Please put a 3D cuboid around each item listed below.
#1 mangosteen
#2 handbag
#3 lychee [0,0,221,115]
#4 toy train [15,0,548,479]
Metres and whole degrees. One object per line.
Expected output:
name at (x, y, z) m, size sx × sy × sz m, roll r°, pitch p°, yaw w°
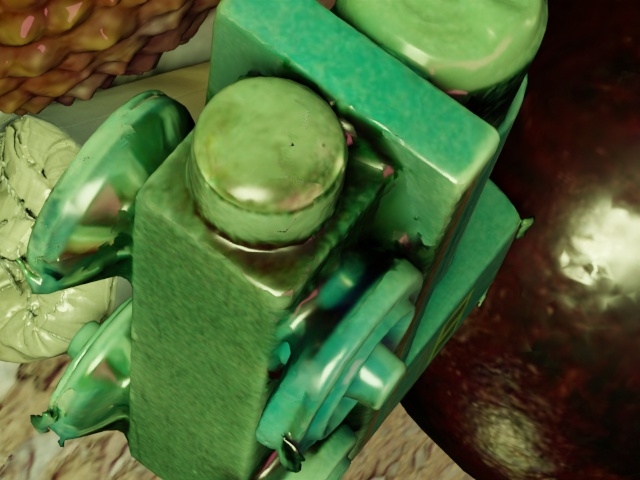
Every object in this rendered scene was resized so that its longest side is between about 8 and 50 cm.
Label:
mangosteen at (0.162, 0.012, 0.948) m, size 0.297 × 0.293 × 0.297 m, roll -25°, pitch 164°, yaw -8°
handbag at (-0.074, -0.009, 0.827) m, size 0.173 × 0.095 × 0.117 m, roll -18°, pitch 134°, yaw -43°
lychee at (-0.103, -0.116, 0.595) m, size 0.188 × 0.188 × 0.188 m, roll -31°, pitch 145°, yaw -25°
toy train at (0.000, 0.000, 0.685) m, size 0.194 × 0.120 × 0.298 m, roll -49°, pitch 170°, yaw -21°
